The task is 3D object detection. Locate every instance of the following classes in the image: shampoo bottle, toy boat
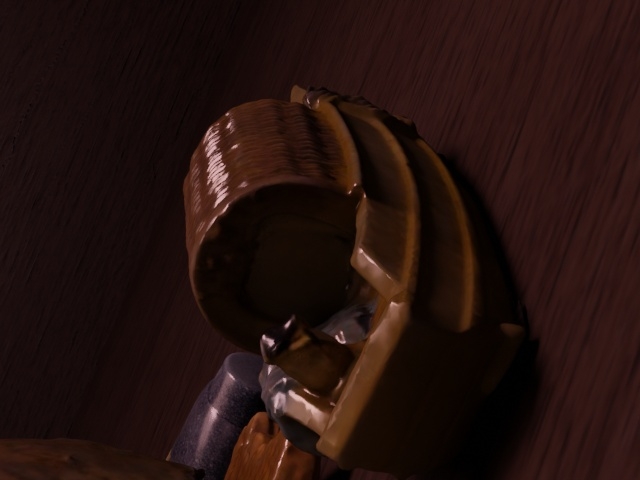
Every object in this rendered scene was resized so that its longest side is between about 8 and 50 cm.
[{"bbox_3d":[-0.083,0.171,0.838,0.087,0.049,0.234,-95,30,-66],"label":"shampoo bottle"},{"bbox_3d":[0.000,0.000,0.598,0.310,0.115,0.089,-97,32,-70],"label":"toy boat"}]

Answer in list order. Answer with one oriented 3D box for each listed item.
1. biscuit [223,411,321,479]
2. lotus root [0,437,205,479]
[{"bbox_3d":[-0.036,0.167,0.641,0.250,0.035,0.162,-81,10,-56],"label":"biscuit"},{"bbox_3d":[-0.157,0.222,0.667,0.272,0.192,0.272,-166,90,-76],"label":"lotus root"}]
